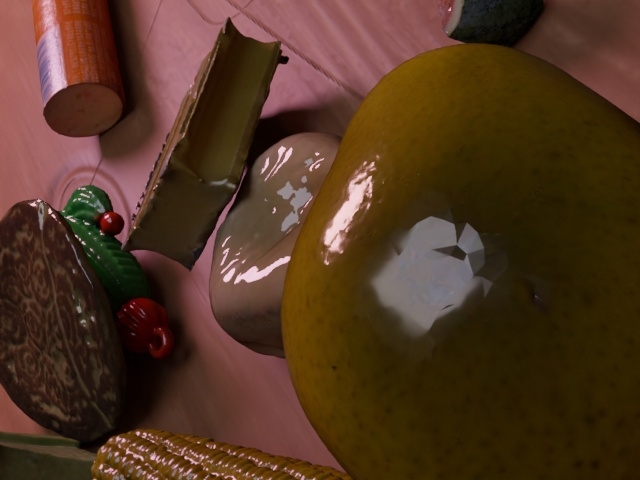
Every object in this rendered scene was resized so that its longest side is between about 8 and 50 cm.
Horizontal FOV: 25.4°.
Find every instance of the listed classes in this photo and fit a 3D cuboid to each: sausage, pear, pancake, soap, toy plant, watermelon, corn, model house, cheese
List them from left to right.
[{"bbox_3d":[-0.339,0.254,1.340,0.214,0.189,0.195,6,72,55],"label":"model house"},{"bbox_3d":[-0.272,0.084,1.415,0.250,0.031,0.250,20,118,43],"label":"pancake"},{"bbox_3d":[-0.294,-0.260,1.676,0.093,0.093,0.312,-35,48,23],"label":"sausage"},{"bbox_3d":[-0.231,0.057,1.448,0.154,0.088,0.240,-46,55,29],"label":"toy plant"},{"bbox_3d":[-0.106,-0.091,1.347,0.135,0.076,0.233,-56,12,42],"label":"soap"},{"bbox_3d":[-0.060,0.227,1.170,0.363,0.120,0.120,11,75,45],"label":"corn"},{"bbox_3d":[0.000,0.000,1.244,0.235,0.117,0.218,-29,48,23],"label":"cheese"},{"bbox_3d":[0.146,-0.219,1.252,0.072,0.084,0.092,42,118,38],"label":"watermelon"},{"bbox_3d":[0.121,0.029,0.993,0.340,0.191,0.387,-22,68,12],"label":"pear"}]
